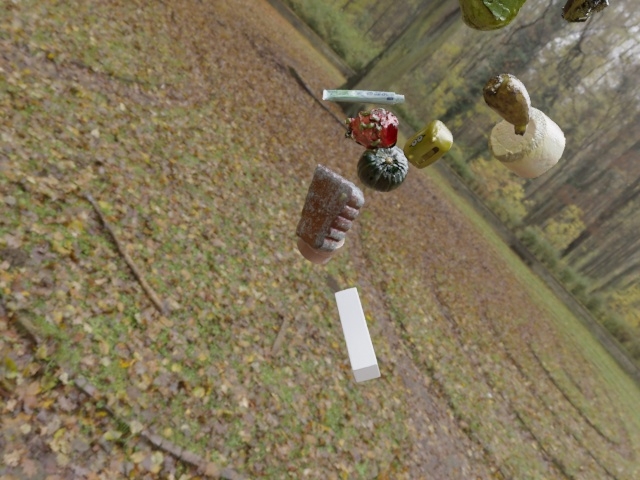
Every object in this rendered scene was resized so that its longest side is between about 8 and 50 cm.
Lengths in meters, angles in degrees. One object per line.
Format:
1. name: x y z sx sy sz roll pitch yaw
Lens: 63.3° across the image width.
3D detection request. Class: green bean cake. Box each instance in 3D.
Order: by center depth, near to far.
1. green bean cake: 0.016 -0.093 1.593 0.199 0.232 0.097 35 11 39

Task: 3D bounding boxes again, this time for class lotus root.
1. lotus root: 0.523 -0.373 1.424 0.191 0.094 0.108 41 -2 -26

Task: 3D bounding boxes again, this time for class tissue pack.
1. tissue pack: 0.399 -0.350 1.933 0.123 0.178 0.127 39 41 -20

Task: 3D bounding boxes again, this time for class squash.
1. squash: 0.254 -0.298 2.133 0.218 0.218 0.172 41 -19 -13

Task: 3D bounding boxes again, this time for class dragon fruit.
1. dragon fruit: 0.179 -0.391 1.852 0.172 0.166 0.160 15 -9 40

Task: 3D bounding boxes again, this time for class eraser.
1. eraser: 0.111 0.288 1.620 0.298 0.076 0.078 -103 176 -46

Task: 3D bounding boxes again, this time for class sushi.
1. sushi: 0.991 -0.880 1.826 0.291 0.139 0.131 120 -39 -68

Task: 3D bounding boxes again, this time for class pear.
1. pear: 0.425 -0.663 1.302 0.239 0.255 0.163 27 54 -16

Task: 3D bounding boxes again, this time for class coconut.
1. coconut: 0.763 -0.355 1.912 0.245 0.239 0.239 16 33 -41

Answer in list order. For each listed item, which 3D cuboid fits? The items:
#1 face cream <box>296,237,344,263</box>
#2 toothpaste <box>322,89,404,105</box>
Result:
1. face cream: 0.000 0.000 1.912 0.149 0.104 0.149 19 45 -20
2. toothpaste: 0.157 -0.527 1.911 0.297 0.048 0.074 5 44 4
